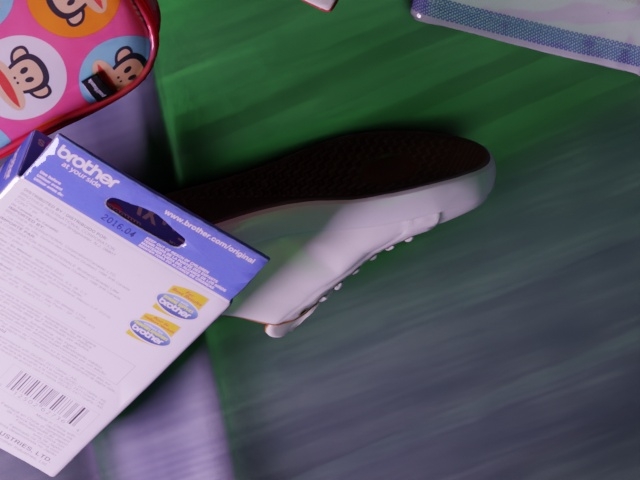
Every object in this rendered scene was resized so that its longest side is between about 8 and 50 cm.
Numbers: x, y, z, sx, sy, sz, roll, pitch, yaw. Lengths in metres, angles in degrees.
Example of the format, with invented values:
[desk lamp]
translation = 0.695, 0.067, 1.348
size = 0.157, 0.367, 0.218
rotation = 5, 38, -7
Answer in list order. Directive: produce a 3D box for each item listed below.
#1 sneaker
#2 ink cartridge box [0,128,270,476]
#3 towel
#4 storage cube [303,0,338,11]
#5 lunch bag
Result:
[sneaker]
translation = 0.000, 0.000, 1.499
size = 0.290, 0.106, 0.123
rotation = -13, 121, 8
[ink cartridge box]
translation = -0.193, 0.041, 1.442
size = 0.185, 0.065, 0.311
rotation = 32, 131, -19
[towel]
translation = 0.197, -0.273, 1.444
size = 0.209, 0.034, 0.285
rotation = 11, 108, -9
[storage cube]
translation = -0.045, -0.293, 1.321
size = 0.215, 0.193, 0.184
rotation = 25, 106, -16
[lunch bag]
translation = -0.277, -0.198, 1.376
size = 0.258, 0.120, 0.293
rotation = -26, 113, 8
